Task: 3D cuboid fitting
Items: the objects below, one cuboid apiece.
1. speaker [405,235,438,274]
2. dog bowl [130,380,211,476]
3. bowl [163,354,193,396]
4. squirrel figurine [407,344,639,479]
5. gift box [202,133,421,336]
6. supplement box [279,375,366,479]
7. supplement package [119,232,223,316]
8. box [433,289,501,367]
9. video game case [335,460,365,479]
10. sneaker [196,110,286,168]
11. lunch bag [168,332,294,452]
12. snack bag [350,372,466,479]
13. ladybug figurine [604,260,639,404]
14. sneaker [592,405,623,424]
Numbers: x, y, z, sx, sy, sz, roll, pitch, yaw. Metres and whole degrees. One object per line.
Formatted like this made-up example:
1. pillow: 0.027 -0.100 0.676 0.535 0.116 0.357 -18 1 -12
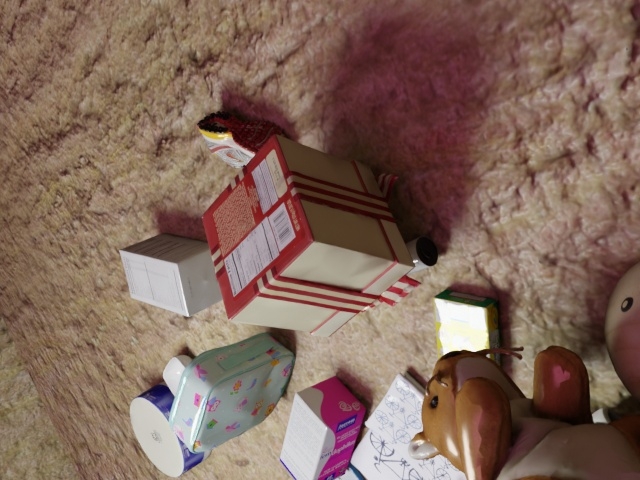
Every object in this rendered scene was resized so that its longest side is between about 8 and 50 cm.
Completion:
1. speaker: 0.139 0.038 1.154 0.136 0.055 0.055 -27 89 48
2. dog bowl: -0.442 0.553 1.948 0.265 0.104 0.264 21 122 37
3. bowl: -0.365 0.388 1.829 0.142 0.053 0.142 52 137 13
4. squirrel figurine: 0.274 0.322 0.850 0.370 0.281 0.396 15 132 64
5. gift box: 0.000 0.000 1.086 0.276 0.258 0.255 -38 54 33
6. supplement box: 0.001 0.416 1.418 0.114 0.111 0.220 40 132 37
7. supplement package: -0.354 0.076 1.606 0.244 0.134 0.139 10 116 42
8. box: 0.251 0.179 1.121 0.105 0.043 0.179 10 113 42
9. video game case: 0.049 0.568 1.531 0.119 0.015 0.166 51 136 14
10. sneaker: -0.145 -0.188 1.323 0.225 0.088 0.092 26 146 35
11. lunch bag: -0.189 0.322 1.459 0.108 0.279 0.224 32 118 30
12. snack bag: 0.208 0.465 1.306 0.323 0.037 0.342 44 134 21
13. ladybug figurine: 0.533 0.157 0.738 0.450 0.162 0.304 16 119 40
14. sneaker: 0.406 0.298 1.002 0.232 0.090 0.115 5 105 35
